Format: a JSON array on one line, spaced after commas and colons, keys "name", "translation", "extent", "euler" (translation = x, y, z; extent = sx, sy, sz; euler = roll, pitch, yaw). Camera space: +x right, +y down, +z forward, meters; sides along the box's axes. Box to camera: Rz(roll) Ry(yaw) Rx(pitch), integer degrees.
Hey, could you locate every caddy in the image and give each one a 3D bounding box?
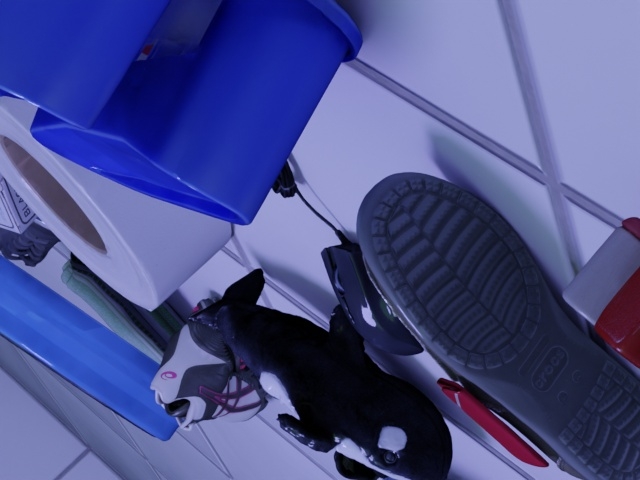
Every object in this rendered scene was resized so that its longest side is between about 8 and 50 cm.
[{"name": "caddy", "translation": [-0.123, -0.141, 1.054], "extent": [0.241, 0.179, 0.341], "euler": [28, 175, -29]}]

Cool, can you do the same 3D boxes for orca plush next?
[{"name": "orca plush", "translation": [0.015, 0.093, 1.502], "extent": [0.151, 0.102, 0.287], "euler": [3, -152, -36]}]

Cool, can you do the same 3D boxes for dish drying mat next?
[{"name": "dish drying mat", "translation": [0.107, 0.114, 1.077], "extent": [0.083, 0.008, 0.032], "euler": [43, 165, -23]}]

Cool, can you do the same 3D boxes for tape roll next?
[{"name": "tape roll", "translation": [-0.211, -0.071, 1.596], "extent": [0.286, 0.100, 0.286], "euler": [42, 164, 15]}]

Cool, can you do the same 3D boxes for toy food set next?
[{"name": "toy food set", "translation": [0.202, 0.033, 0.827], "extent": [0.111, 0.104, 0.232], "euler": [37, -174, -16]}]

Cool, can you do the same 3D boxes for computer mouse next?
[{"name": "computer mouse", "translation": [0.000, 0.000, 1.323], "extent": [0.242, 0.041, 0.071], "euler": [51, 165, -12]}]

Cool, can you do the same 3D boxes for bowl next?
[{"name": "bowl", "translation": [-0.316, 0.113, 2.091], "extent": [0.391, 0.077, 0.391], "euler": [34, 172, 5]}]

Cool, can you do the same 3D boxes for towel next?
[{"name": "towel", "translation": [-0.236, 0.100, 2.212], "extent": [0.248, 0.038, 0.325], "euler": [46, 165, -1]}]

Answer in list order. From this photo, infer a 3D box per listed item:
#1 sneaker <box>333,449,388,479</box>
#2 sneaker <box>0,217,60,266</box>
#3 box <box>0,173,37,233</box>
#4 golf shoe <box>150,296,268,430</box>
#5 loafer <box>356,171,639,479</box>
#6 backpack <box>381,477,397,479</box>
[{"name": "sneaker", "translation": [0.035, 0.183, 1.619], "extent": [0.067, 0.078, 0.188], "euler": [51, 165, -15]}, {"name": "sneaker", "translation": [-0.333, -0.012, 2.047], "extent": [0.094, 0.091, 0.258], "euler": [26, 174, -13]}, {"name": "box", "translation": [-0.424, -0.125, 1.858], "extent": [0.290, 0.087, 0.169], "euler": [16, 140, 31]}, {"name": "golf shoe", "translation": [-0.133, 0.156, 1.927], "extent": [0.105, 0.120, 0.273], "euler": [40, 165, 18]}, {"name": "loafer", "translation": [0.108, 0.064, 1.093], "extent": [0.251, 0.094, 0.087], "euler": [49, 160, -8]}, {"name": "backpack", "translation": [0.116, 0.370, 1.614], "extent": [0.355, 0.273, 0.290], "euler": [2, 140, 38]}]
